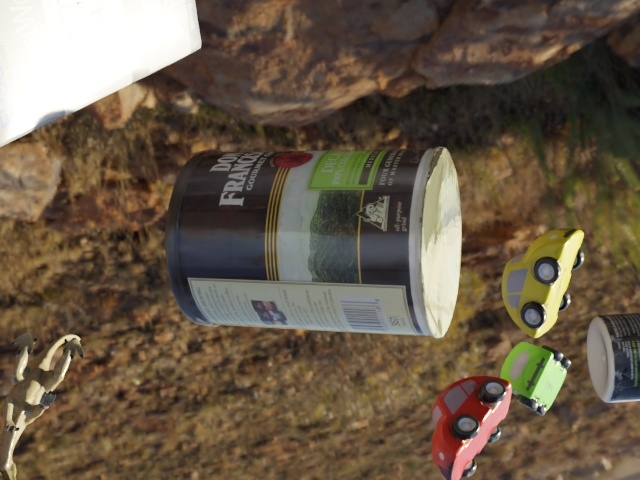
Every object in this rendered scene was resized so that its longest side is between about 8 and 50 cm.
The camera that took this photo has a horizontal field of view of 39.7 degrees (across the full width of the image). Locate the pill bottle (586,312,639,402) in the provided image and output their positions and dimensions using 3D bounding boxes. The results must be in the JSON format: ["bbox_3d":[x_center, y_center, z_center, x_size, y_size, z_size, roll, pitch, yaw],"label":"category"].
[{"bbox_3d":[0.530,0.167,1.303,0.245,0.130,0.130,-3,155,1],"label":"pill bottle"}]

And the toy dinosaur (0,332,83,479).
[{"bbox_3d":[-0.229,0.111,0.703,0.053,0.183,0.093,25,126,-14],"label":"toy dinosaur"}]

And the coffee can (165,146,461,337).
[{"bbox_3d":[0.000,0.000,0.968,0.275,0.202,0.201,1,161,19],"label":"coffee can"}]

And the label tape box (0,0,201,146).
[{"bbox_3d":[-0.236,-0.194,0.589,0.333,0.105,0.241,-40,135,-44],"label":"label tape box"}]

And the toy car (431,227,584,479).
[{"bbox_3d":[0.179,0.113,0.812,0.239,0.053,0.225,-61,150,-6],"label":"toy car"}]
